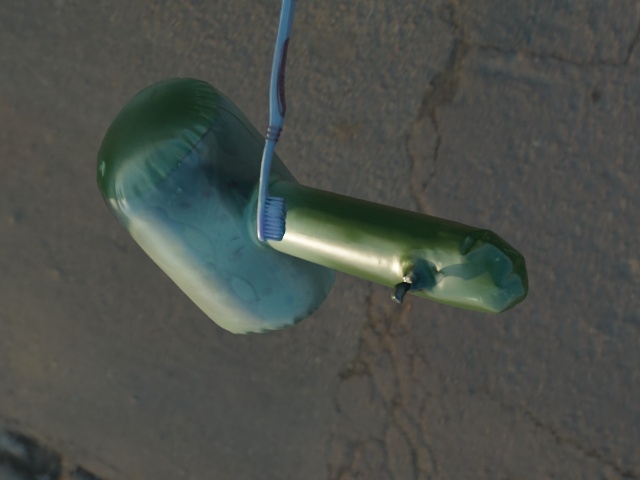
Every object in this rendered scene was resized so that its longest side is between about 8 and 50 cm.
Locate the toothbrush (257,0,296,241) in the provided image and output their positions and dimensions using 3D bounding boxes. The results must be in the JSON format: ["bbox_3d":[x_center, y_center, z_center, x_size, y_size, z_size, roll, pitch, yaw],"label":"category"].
[{"bbox_3d":[-0.024,-0.095,0.815,0.019,0.013,0.193,6,95,21],"label":"toothbrush"}]

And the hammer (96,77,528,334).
[{"bbox_3d":[0.000,0.000,0.876,0.335,0.119,0.206,16,155,46],"label":"hammer"}]
